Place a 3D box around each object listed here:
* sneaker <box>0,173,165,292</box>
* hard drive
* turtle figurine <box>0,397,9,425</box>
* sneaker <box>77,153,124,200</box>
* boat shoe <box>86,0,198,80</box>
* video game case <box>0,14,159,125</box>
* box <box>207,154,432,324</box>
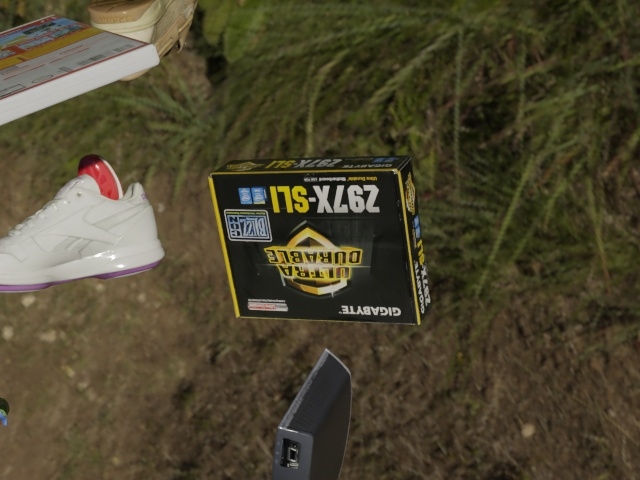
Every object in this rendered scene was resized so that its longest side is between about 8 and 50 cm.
[{"bbox_3d":[-0.371,-0.009,1.529,0.305,0.152,0.114,-10,5,-32],"label":"sneaker"},{"bbox_3d":[-0.012,0.289,1.502,0.054,0.254,0.172,18,42,15],"label":"hard drive"},{"bbox_3d":[-0.651,0.299,1.909,0.275,0.198,0.266,38,100,23],"label":"turtle figurine"},{"bbox_3d":[-0.446,-0.059,2.190,0.087,0.221,0.128,-15,6,14],"label":"sneaker"},{"bbox_3d":[-0.248,-0.322,1.606,0.122,0.110,0.341,0,25,13],"label":"boat shoe"},{"bbox_3d":[-0.322,-0.185,1.185,0.204,0.025,0.285,-26,29,-25],"label":"video game case"},{"bbox_3d":[0.000,0.000,1.741,0.322,0.257,0.079,1,22,24],"label":"box"}]
